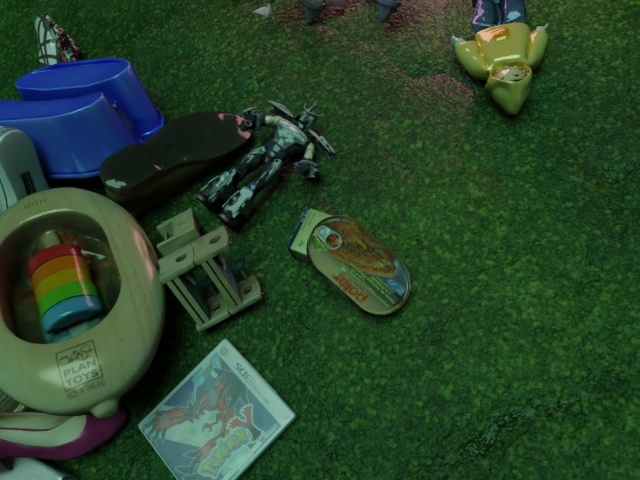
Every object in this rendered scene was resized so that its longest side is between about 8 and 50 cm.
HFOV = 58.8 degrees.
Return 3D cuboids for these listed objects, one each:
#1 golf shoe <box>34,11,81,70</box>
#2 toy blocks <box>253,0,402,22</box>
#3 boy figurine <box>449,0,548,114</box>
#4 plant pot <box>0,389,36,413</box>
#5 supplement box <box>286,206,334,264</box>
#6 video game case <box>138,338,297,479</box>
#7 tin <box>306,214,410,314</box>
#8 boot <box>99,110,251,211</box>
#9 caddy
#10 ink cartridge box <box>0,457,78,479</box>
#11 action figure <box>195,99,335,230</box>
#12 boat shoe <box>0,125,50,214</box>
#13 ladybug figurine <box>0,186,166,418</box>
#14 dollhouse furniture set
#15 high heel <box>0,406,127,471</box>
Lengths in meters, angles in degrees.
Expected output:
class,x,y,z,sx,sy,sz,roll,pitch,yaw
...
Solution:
class,x,y,z,sx,sy,sz,roll,pitch,yaw
golf shoe,-0.612,-0.416,1.297,0.120,0.105,0.273,-37,63,3
toy blocks,0.023,-0.577,1.175,0.288,0.260,0.309,7,38,-14
boy figurine,0.331,-0.360,1.051,0.177,0.092,0.285,1,63,11
plant pot,-0.590,0.227,0.965,0.237,0.110,0.237,-8,50,9
supplement box,0.000,0.000,0.985,0.083,0.056,0.083,19,72,20
video game case,-0.168,0.291,0.913,0.201,0.023,0.183,-45,64,-8
tin,0.060,0.042,0.924,0.189,0.040,0.106,42,69,0
boot,-0.273,-0.155,1.100,0.305,0.115,0.112,-30,69,-23
caddy,-0.486,-0.229,1.141,0.341,0.179,0.241,1,46,19
ink cartridge box,-0.525,0.454,0.909,0.189,0.066,0.232,17,67,20
action figure,-0.096,-0.149,1.050,0.185,0.099,0.285,39,82,19
boat shoe,-0.573,-0.088,1.066,0.088,0.268,0.096,20,42,25
ladybug figurine,-0.414,0.106,0.958,0.305,0.162,0.449,-20,56,-14
dollhouse furniture set,-0.197,0.035,1.001,0.128,0.129,0.184,-28,33,-1
high heel,-0.438,0.289,0.897,0.243,0.117,0.082,-10,39,-12
